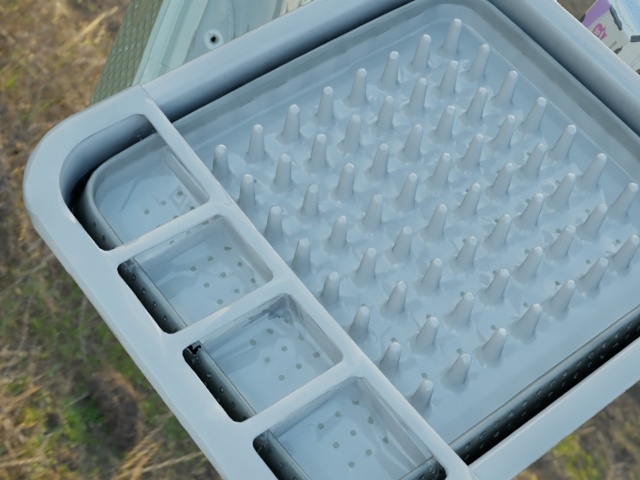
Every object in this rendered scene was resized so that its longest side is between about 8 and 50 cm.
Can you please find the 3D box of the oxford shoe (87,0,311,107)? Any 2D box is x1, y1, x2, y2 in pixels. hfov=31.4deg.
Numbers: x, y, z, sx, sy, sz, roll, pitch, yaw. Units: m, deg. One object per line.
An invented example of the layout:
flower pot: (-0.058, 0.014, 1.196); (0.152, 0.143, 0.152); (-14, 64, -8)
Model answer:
oxford shoe: (-0.062, -0.221, 0.926); (0.130, 0.169, 0.449); (23, 86, -25)

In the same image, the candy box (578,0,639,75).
candy box: (0.378, -0.226, 1.357); (0.196, 0.165, 0.070); (-11, 69, -28)

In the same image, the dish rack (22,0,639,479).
dish rack: (0.045, -0.004, 0.611); (0.333, 0.072, 0.285); (-31, 65, -23)
